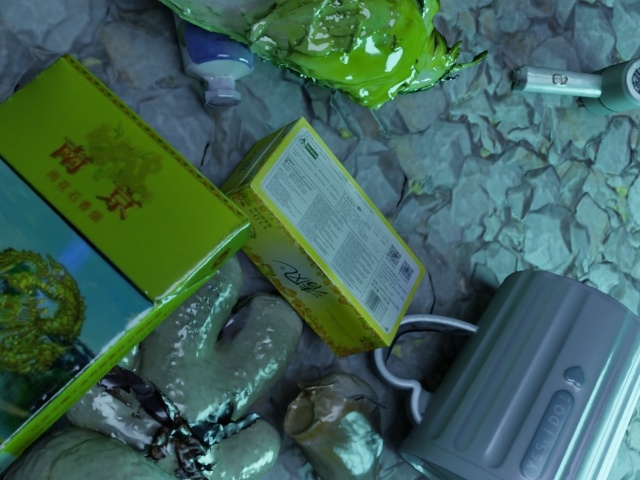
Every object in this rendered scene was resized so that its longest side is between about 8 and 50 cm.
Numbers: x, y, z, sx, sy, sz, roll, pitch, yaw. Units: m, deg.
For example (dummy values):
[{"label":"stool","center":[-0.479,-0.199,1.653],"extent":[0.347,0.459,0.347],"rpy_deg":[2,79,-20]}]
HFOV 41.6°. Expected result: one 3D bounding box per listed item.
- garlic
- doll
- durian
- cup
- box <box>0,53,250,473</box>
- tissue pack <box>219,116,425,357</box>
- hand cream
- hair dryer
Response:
[{"label":"garlic","center":[0.015,0.163,0.711],"extent":[0.084,0.066,0.152],"rpy_deg":[-38,132,-16]},{"label":"doll","center":[-0.112,0.131,0.615],"extent":[0.175,0.149,0.278],"rpy_deg":[28,67,1]},{"label":"durian","center":[0.023,-0.175,0.652],"extent":[0.375,0.107,0.132],"rpy_deg":[12,88,-39]},{"label":"cup","center":[0.169,0.130,0.735],"extent":[0.221,0.167,0.202],"rpy_deg":[39,73,-24]},{"label":"box","center":[-0.227,0.042,0.552],"extent":[0.187,0.047,0.335],"rpy_deg":[42,71,11]},{"label":"tissue pack","center":[0.000,0.000,0.684],"extent":[0.176,0.062,0.095],"rpy_deg":[49,47,-19]},{"label":"hand cream","center":[-0.083,-0.175,0.663],"extent":[0.084,0.053,0.142],"rpy_deg":[-1,83,-26]},{"label":"hair dryer","center":[0.251,-0.154,0.816],"extent":[0.137,0.082,0.047],"rpy_deg":[4,91,-11]}]
